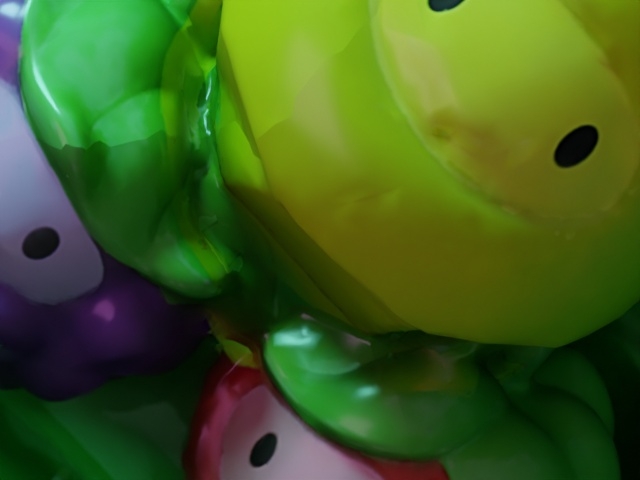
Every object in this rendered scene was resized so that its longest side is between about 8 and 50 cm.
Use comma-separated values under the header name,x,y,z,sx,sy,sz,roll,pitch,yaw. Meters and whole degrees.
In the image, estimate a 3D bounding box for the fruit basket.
name,x,y,z,sx,sy,sz,roll,pitch,yaw
fruit basket,0.000,0.000,0.534,0.392,0.283,0.392,34,150,22
